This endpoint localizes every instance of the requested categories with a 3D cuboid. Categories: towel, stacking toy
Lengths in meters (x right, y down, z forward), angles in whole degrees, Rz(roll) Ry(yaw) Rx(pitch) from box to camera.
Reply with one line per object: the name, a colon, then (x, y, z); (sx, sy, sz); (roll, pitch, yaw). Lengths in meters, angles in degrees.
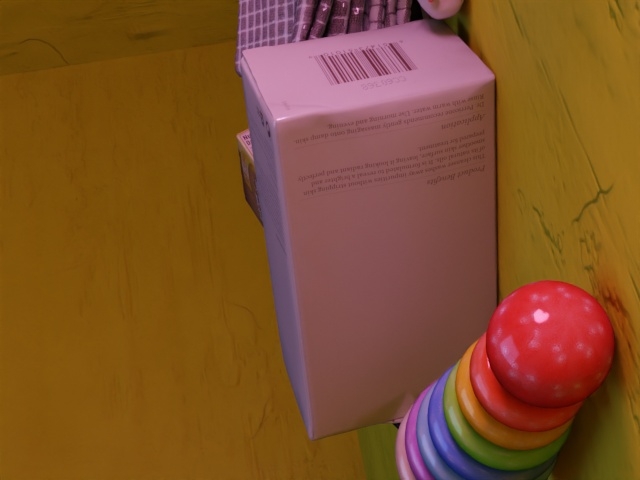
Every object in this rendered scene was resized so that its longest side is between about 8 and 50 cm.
towel: (-0.007, -0.301, 1.271); (0.235, 0.121, 0.284); (4, 89, 61)
stacking toy: (0.146, 0.126, 0.927); (0.330, 0.141, 0.141); (97, 163, -62)

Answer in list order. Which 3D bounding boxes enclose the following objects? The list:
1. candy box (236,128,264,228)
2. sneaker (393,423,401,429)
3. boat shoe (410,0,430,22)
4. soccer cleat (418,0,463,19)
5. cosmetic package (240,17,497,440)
candy box: (0.000, 0.000, 1.599); (0.316, 0.087, 0.183); (56, 165, 23)
sneaker: (0.111, 0.152, 1.363); (0.077, 0.072, 0.178); (-60, -1, 34)
boat shoe: (0.078, -0.274, 1.316); (0.081, 0.068, 0.228); (91, 169, -64)
soccer cleat: (0.093, -0.303, 1.100); (0.076, 0.068, 0.196); (-124, 22, -87)
cosmetic package: (0.056, -0.005, 1.176); (0.156, 0.217, 0.385); (-116, 18, -54)
